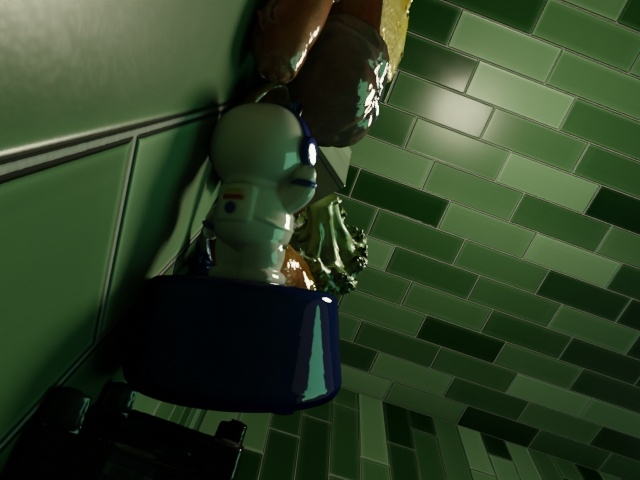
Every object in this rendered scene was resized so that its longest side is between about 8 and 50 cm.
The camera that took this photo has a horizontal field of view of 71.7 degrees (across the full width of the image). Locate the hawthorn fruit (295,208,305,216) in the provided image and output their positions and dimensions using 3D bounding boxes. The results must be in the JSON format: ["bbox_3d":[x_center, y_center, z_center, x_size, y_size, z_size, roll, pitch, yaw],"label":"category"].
[{"bbox_3d":[-0.099,0.015,1.355,0.295,0.312,0.294,178,-90,-81],"label":"hawthorn fruit"}]

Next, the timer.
[{"bbox_3d":[-0.088,0.002,0.587,0.270,0.271,0.383,134,-37,-81],"label":"timer"}]

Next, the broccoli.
[{"bbox_3d":[-0.011,0.016,1.087,0.235,0.260,0.288,-36,-138,4],"label":"broccoli"}]

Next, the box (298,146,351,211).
[{"bbox_3d":[-0.060,-0.163,1.027,0.225,0.117,0.225,-27,-157,21],"label":"box"}]

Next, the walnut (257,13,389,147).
[{"bbox_3d":[0.006,-0.295,0.822,0.248,0.249,0.248,-161,-90,-86],"label":"walnut"}]

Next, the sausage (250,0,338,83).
[{"bbox_3d":[-0.009,-0.422,0.684,0.094,0.094,0.418,44,58,-50],"label":"sausage"}]

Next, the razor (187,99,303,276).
[{"bbox_3d":[-0.124,-0.084,0.697,0.093,0.056,0.324,34,-85,45],"label":"razor"}]

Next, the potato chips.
[{"bbox_3d":[-0.120,-0.166,0.724,0.150,0.049,0.201,-43,161,-46],"label":"potato chips"}]

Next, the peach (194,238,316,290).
[{"bbox_3d":[-0.124,0.073,0.870,0.214,0.236,0.214,-170,-90,-83],"label":"peach"}]

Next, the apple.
[{"bbox_3d":[0.097,-0.511,0.947,0.314,0.252,0.308,33,-72,60],"label":"apple"}]

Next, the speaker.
[{"bbox_3d":[-0.194,0.290,0.430,0.232,0.184,0.253,120,-9,-71],"label":"speaker"}]
